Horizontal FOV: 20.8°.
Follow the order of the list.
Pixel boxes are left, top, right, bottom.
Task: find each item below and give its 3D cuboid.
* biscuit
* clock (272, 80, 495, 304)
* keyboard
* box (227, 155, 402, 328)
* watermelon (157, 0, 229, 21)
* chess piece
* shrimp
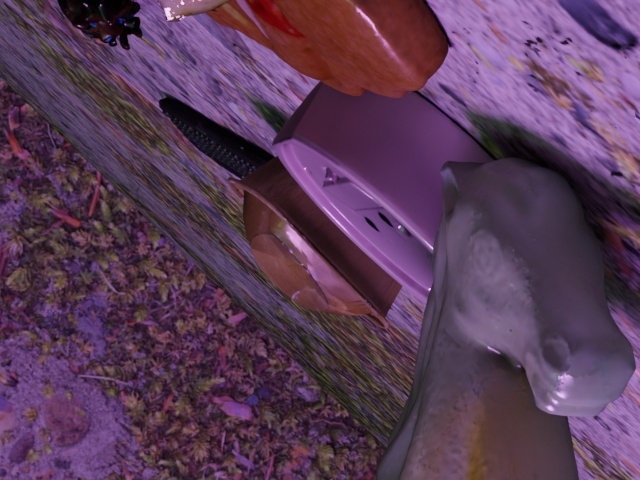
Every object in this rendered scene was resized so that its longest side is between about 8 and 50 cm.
[{"bbox_3d":[-0.051,-0.165,1.004,0.334,0.047,0.202,34,168,47],"label":"biscuit"},{"bbox_3d":[0.061,-0.025,1.121,0.197,0.068,0.197,42,172,7],"label":"clock"},{"bbox_3d":[-0.079,-0.078,1.726,0.106,0.016,0.262,49,170,-36],"label":"keyboard"},{"bbox_3d":[0.000,0.000,1.434,0.177,0.111,0.111,47,171,-26],"label":"box"},{"bbox_3d":[-0.063,-0.193,0.842,0.163,0.087,0.069,71,-179,-46],"label":"watermelon"},{"bbox_3d":[0.095,0.105,0.968,0.176,0.298,0.176,11,-163,-3],"label":"chess piece"},{"bbox_3d":[-0.232,-0.244,1.433,0.222,0.054,0.290,46,179,-26],"label":"shrimp"}]
